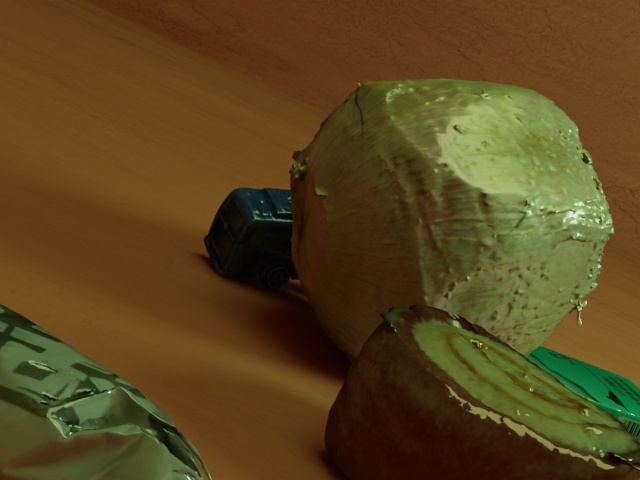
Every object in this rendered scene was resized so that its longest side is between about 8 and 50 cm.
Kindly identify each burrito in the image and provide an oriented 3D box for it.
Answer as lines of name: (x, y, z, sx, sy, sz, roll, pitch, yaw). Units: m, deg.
burrito: (-0.216, 0.070, 0.756, 0.445, 0.101, 0.139, 26, 6, 18)

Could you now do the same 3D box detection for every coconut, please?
coconut: (0.100, -0.008, 1.309, 0.254, 0.297, 0.297, -4, 24, -28)

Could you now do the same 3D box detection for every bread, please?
bread: (0.124, 0.152, 1.029, 0.190, 0.123, 0.244, 9, 18, -48)

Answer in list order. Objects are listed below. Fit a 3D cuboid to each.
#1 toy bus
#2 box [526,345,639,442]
toy bus: (0.000, -0.003, 1.474, 0.236, 0.094, 0.079, 5, 29, -28)
box: (0.269, 0.161, 1.500, 0.226, 0.042, 0.161, 21, 10, -18)
